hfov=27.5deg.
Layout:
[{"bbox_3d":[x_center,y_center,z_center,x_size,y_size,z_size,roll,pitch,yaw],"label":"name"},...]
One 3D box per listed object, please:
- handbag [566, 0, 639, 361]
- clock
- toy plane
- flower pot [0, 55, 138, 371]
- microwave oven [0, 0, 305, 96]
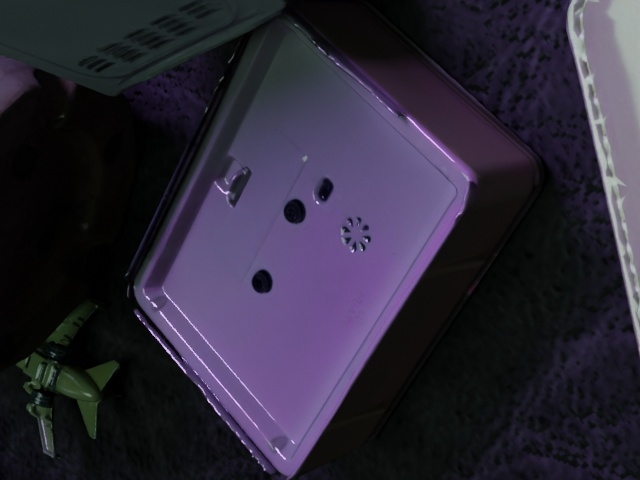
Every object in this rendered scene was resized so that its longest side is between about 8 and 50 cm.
[{"bbox_3d":[0.233,0.065,0.384,0.236,0.160,0.359,-11,91,34],"label":"handbag"},{"bbox_3d":[0.000,0.000,0.629,0.147,0.071,0.192,46,125,25],"label":"clock"},{"bbox_3d":[-0.166,0.079,0.814,0.111,0.040,0.102,23,95,34],"label":"toy plane"},{"bbox_3d":[-0.255,-0.060,0.740,0.259,0.290,0.290,27,117,20],"label":"flower pot"},{"bbox_3d":[-0.090,-0.194,0.593,0.162,0.122,0.208,-17,64,43],"label":"microwave oven"}]
